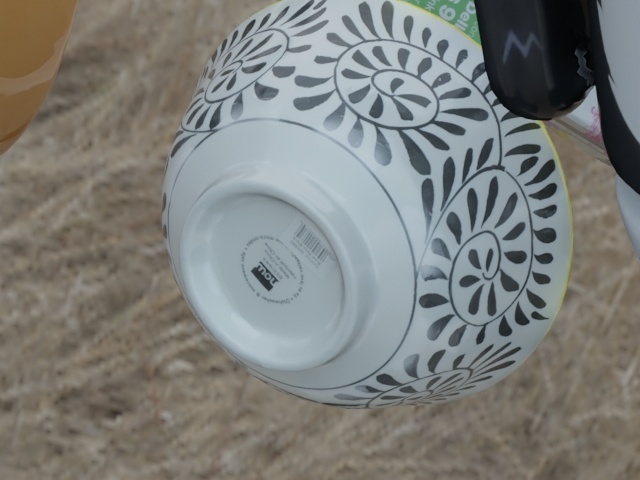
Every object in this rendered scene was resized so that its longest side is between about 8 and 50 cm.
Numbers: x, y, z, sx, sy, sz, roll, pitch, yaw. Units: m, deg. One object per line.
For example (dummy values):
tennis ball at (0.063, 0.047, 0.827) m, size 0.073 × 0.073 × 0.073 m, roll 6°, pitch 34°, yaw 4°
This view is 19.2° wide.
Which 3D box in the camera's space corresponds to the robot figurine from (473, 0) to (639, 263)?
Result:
robot figurine at (0.159, -0.087, 0.543) m, size 0.173 × 0.278 × 0.209 m, roll -21°, pitch 32°, yaw -17°

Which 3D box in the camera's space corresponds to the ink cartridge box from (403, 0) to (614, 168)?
ink cartridge box at (0.145, -0.099, 0.995) m, size 0.212 × 0.093 × 0.154 m, roll 30°, pitch 4°, yaw -3°

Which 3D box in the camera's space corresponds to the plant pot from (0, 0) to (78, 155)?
plant pot at (-0.226, -0.127, 0.740) m, size 0.203 × 0.291 × 0.291 m, roll 1°, pitch 39°, yaw -36°

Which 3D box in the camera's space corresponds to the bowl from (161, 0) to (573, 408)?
bowl at (0.000, 0.000, 0.700) m, size 0.170 × 0.170 × 0.080 m, roll 32°, pitch 35°, yaw 16°
